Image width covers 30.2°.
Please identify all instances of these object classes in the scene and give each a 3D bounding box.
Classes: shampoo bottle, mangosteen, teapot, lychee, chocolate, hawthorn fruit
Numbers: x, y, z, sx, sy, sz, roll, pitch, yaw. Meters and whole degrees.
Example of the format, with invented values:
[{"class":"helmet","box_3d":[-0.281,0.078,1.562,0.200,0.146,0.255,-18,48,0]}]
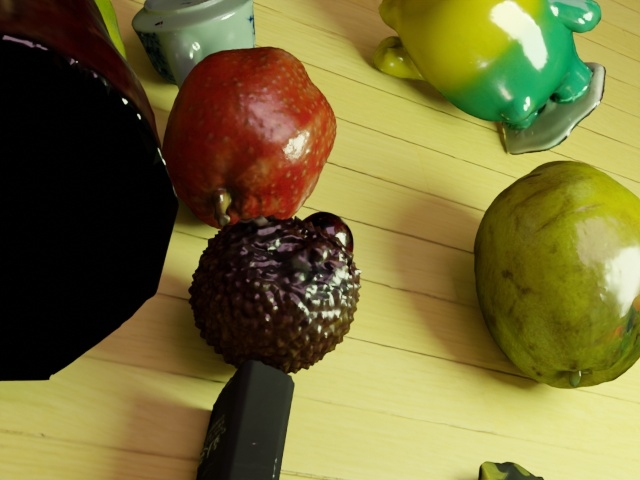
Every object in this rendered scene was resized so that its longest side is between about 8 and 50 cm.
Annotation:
[{"class":"shampoo bottle","box_3d":[-0.084,0.257,1.098,0.071,0.098,0.309,28,39,-17]},{"class":"mangosteen","box_3d":[0.001,0.002,1.441,0.081,0.081,0.081,24,41,-22]},{"class":"teapot","box_3d":[-0.150,-0.250,1.521,0.159,0.159,0.232,35,33,-8]},{"class":"lychee","box_3d":[-0.051,0.063,1.256,0.188,0.188,0.188,24,41,-22]},{"class":"chocolate","box_3d":[-0.343,-0.107,1.069,0.383,0.384,0.331,13,29,-32]},{"class":"hawthorn fruit","box_3d":[-0.091,-0.103,1.367,0.205,0.205,0.253,34,43,-9]}]

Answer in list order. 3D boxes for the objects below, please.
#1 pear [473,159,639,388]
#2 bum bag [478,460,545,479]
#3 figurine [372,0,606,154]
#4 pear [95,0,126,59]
[{"class":"pear","box_3d":[0.325,0.039,1.548,0.269,0.269,0.321,21,54,-25]},{"class":"bum bag","box_3d":[0.271,0.335,1.365,0.232,0.060,0.107,44,28,1]},{"class":"figurine","box_3d":[0.260,-0.297,1.799,0.340,0.323,0.231,36,39,-31]},{"class":"pear","box_3d":[-0.289,-0.213,1.346,0.216,0.166,0.180,37,15,-51]}]
